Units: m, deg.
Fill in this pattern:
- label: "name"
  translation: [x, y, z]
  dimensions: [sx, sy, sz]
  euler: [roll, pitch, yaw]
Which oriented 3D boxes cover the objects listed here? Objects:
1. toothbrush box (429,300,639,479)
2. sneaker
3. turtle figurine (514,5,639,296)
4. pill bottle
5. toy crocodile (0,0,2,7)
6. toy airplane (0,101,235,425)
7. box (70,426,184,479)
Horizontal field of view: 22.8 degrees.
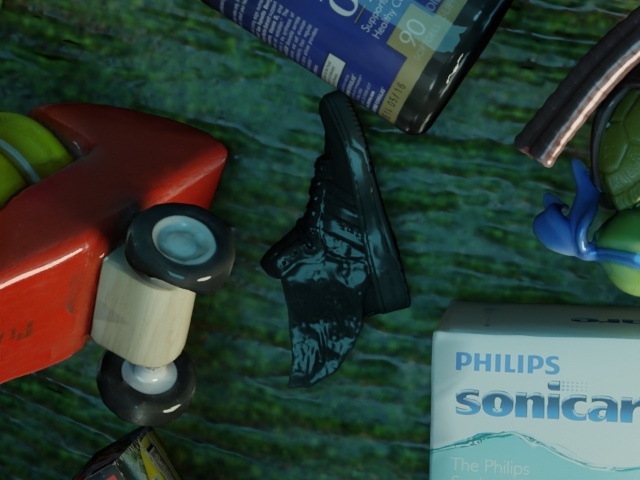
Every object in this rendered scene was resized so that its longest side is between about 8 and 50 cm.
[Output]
- label: "toothbrush box"
  translation: [0.173, 0.189, 0.934]
  dimensions: [0.216, 0.126, 0.295]
  euler: [1, 97, 9]
- label: "sneaker"
  translation: [0.000, -0.001, 0.976]
  dimensions: [0.089, 0.051, 0.170]
  euler: [-16, 97, 5]
- label: "turtle figurine"
  translation: [0.261, -0.090, 0.859]
  dimensions: [0.275, 0.198, 0.266]
  euler: [5, 84, 28]
- label: "pill bottle"
  translation: [-0.001, -0.167, 0.923]
  dimensions: [0.219, 0.123, 0.122]
  euler: [33, 99, 3]
- label: "toy crocodile"
  translation: [-0.314, -0.125, 0.979]
  dimensions: [0.340, 0.105, 0.115]
  euler: [-41, 89, 10]
- label: "toy airplane"
  translation: [-0.270, 0.016, 0.864]
  dimensions: [0.386, 0.384, 0.272]
  euler: [-44, 63, 6]
- label: "box"
  translation: [-0.071, 0.229, 0.954]
  dimensions: [0.044, 0.159, 0.233]
  euler: [-31, 91, 2]
